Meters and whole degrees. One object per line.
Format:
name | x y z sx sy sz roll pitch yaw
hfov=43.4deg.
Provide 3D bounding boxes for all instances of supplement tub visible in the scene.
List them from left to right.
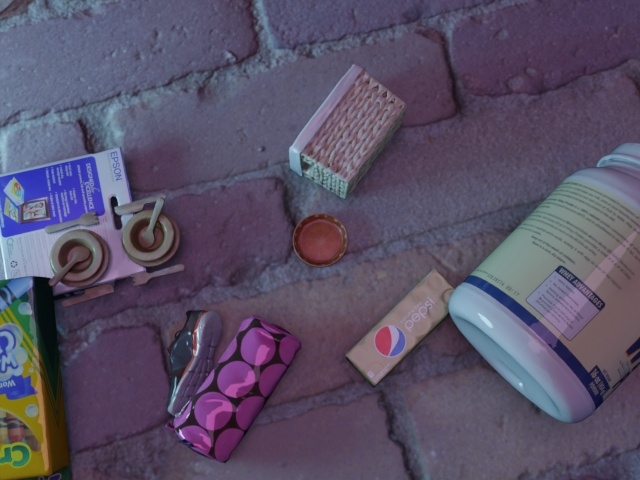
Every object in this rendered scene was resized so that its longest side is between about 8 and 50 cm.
supplement tub | 0.357 0.052 1.066 0.325 0.235 0.235 -44 79 -5

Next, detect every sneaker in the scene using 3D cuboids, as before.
sneaker | -0.193 0.174 1.167 0.065 0.061 0.158 10 74 32

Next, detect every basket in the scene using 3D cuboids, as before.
basket | 0.042 -0.156 1.202 0.103 0.113 0.167 36 80 6

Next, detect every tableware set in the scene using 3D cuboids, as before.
tableware set | -0.301 0.007 1.167 0.194 0.039 0.128 -17 78 -3

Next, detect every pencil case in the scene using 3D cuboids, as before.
pencil case | -0.119 0.204 1.130 0.098 0.095 0.209 33 77 10

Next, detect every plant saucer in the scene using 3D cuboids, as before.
plant saucer | 0.000 0.000 1.214 0.083 0.013 0.083 -1 77 2

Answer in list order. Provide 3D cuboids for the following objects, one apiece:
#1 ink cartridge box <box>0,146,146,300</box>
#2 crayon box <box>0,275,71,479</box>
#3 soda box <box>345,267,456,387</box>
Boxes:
ink cartridge box | -0.378 -0.020 1.216 0.208 0.045 0.206 -13 78 -1
crayon box | -0.469 0.222 1.120 0.203 0.083 0.323 -8 85 0
soda box | 0.121 0.126 1.155 0.181 0.058 0.061 -43 78 -7
